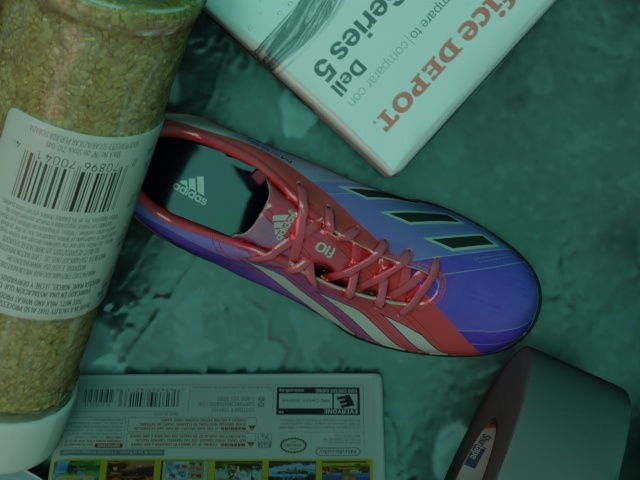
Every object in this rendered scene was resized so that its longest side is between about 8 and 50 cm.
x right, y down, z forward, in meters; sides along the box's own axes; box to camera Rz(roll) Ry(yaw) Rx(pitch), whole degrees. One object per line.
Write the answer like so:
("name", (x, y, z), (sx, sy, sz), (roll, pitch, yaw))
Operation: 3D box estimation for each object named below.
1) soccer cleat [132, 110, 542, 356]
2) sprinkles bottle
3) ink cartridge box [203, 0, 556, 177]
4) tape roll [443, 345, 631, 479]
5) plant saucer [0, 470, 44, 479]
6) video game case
("soccer cleat", (0.000, 0.000, 1.217), (0.318, 0.116, 0.108), (24, 92, 0))
("sprinkles bottle", (-0.176, -0.021, 1.123), (0.121, 0.121, 0.355), (22, 120, 0))
("ink cartridge box", (0.015, -0.202, 1.210), (0.273, 0.115, 0.198), (42, 92, -1))
("tape roll", (0.122, 0.182, 1.173), (0.072, 0.219, 0.219), (24, 92, -2))
("plant saucer", (-0.248, 0.244, 1.270), (0.195, 0.037, 0.195), (0, 93, 0))
("video game case", (-0.069, 0.170, 1.200), (0.227, 0.206, 0.026), (0, 133, 0))
